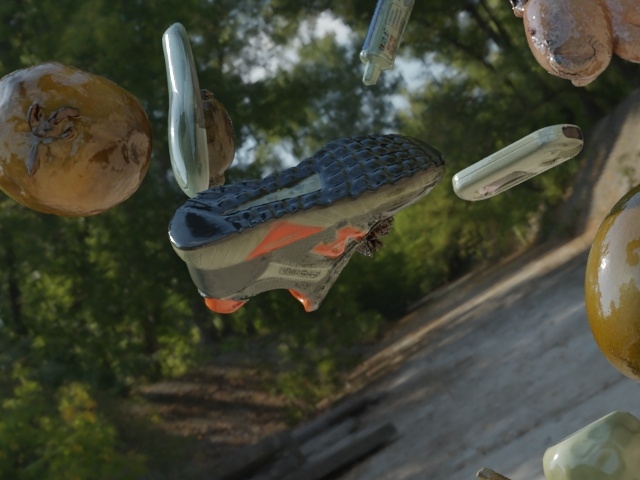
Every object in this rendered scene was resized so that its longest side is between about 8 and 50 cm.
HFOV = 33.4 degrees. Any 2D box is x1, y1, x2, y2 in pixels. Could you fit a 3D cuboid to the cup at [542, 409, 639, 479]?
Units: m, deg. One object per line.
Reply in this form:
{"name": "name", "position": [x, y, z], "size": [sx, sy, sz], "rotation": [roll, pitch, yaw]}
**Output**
{"name": "cup", "position": [0.484, 0.365, 1.644], "size": [0.255, 0.202, 0.173], "rotation": [-20, -16, -30]}

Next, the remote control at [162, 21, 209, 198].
{"name": "remote control", "position": [-0.195, -0.182, 1.508], "size": [0.045, 0.256, 0.097], "rotation": [-4, -10, -26]}

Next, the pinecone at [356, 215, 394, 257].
{"name": "pinecone", "position": [0.095, -0.025, 2.108], "size": [0.109, 0.102, 0.102], "rotation": [-48, -7, 10]}

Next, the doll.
{"name": "doll", "position": [0.437, -0.303, 1.557], "size": [0.303, 0.201, 0.156], "rotation": [-7, -38, -11]}

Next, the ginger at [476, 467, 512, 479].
{"name": "ginger", "position": [0.273, 0.362, 1.557], "size": [0.030, 0.097, 0.048], "rotation": [-54, -16, -37]}

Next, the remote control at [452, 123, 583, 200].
{"name": "remote control", "position": [0.275, -0.105, 1.499], "size": [0.078, 0.042, 0.221], "rotation": [6, -21, -37]}

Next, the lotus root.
{"name": "lotus root", "position": [-0.231, -0.198, 2.143], "size": [0.120, 0.209, 0.120], "rotation": [-8, 10, 1]}

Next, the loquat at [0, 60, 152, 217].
{"name": "loquat", "position": [-0.331, -0.129, 1.390], "size": [0.193, 0.238, 0.238], "rotation": [-63, -8, 6]}

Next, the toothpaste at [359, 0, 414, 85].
{"name": "toothpaste", "position": [0.106, -0.336, 1.487], "size": [0.047, 0.069, 0.268], "rotation": [-3, 63, 54]}

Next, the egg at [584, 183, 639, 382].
{"name": "egg", "position": [0.557, 0.061, 1.666], "size": [0.282, 0.282, 0.351], "rotation": [-24, -45, -64]}

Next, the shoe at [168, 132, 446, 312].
{"name": "shoe", "position": [0.000, 0.000, 1.226], "size": [0.336, 0.171, 0.132], "rotation": [-21, 35, -18]}
